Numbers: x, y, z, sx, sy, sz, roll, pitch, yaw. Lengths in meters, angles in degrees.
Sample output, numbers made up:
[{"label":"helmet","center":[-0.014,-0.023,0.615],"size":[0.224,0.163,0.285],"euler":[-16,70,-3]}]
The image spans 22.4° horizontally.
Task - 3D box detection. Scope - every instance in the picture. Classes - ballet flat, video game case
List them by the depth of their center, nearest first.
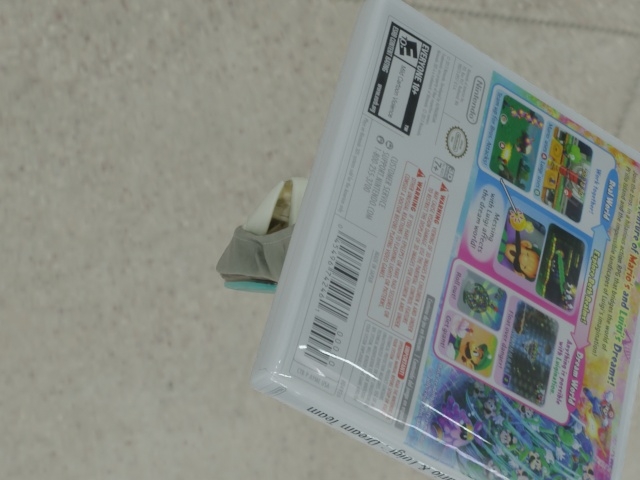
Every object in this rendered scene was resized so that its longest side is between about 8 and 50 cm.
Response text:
[{"label":"video game case","center":[0.056,0.010,0.564],"size":[0.143,0.157,0.019],"euler":[29,148,-23]},{"label":"ballet flat","center":[0.000,0.000,0.787],"size":[0.072,0.213,0.068],"euler":[3,93,-17]}]
